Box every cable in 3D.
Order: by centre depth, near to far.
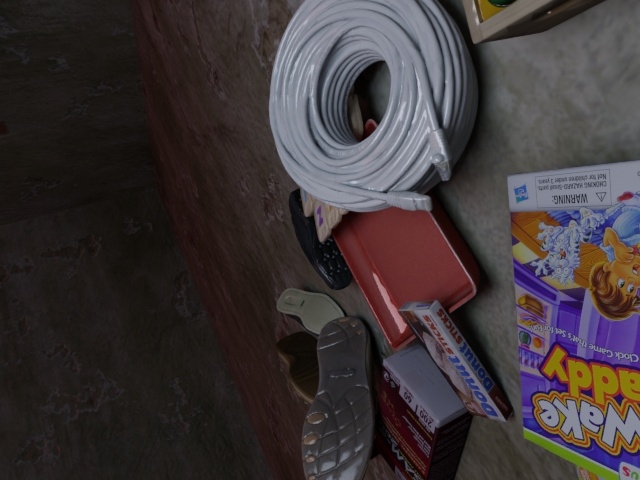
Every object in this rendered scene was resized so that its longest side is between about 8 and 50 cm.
[{"bbox_3d":[0.050,-0.161,0.545,0.257,0.089,0.256,5,99,43],"label":"cable"}]

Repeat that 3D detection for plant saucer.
[{"bbox_3d":[0.107,0.002,0.681,0.259,0.048,0.258,64,156,20],"label":"plant saucer"}]

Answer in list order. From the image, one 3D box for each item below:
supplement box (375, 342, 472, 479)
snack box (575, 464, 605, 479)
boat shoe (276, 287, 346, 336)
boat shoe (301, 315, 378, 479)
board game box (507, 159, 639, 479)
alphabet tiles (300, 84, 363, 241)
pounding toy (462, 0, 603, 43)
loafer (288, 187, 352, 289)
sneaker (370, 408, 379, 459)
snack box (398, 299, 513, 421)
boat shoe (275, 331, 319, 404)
[{"bbox_3d":[0.156,0.295,0.757,0.130,0.073,0.239,45,146,46],"label":"supplement box"},{"bbox_3d":[0.292,0.194,0.420,0.141,0.037,0.100,-1,105,66],"label":"snack box"},{"bbox_3d":[-0.006,0.164,1.046,0.079,0.084,0.233,43,164,-31],"label":"boat shoe"},{"bbox_3d":[0.050,0.292,0.829,0.116,0.123,0.324,64,-152,-44],"label":"boat shoe"},{"bbox_3d":[0.273,0.061,0.267,0.347,0.078,0.233,-176,79,-65],"label":"board game box"},{"bbox_3d":[0.005,-0.152,0.760,0.284,0.021,0.277,125,137,-64],"label":"alphabet tiles"},{"bbox_3d":[0.160,-0.266,0.303,0.181,0.094,0.205,-3,105,66],"label":"pounding toy"},{"bbox_3d":[0.000,0.000,0.892,0.078,0.076,0.223,99,150,-56],"label":"loafer"},{"bbox_3d":[0.095,0.391,0.997,0.089,0.051,0.170,54,146,36],"label":"sneaker"},{"bbox_3d":[0.171,0.152,0.606,0.178,0.022,0.064,54,152,-8],"label":"snack box"},{"bbox_3d":[-0.013,0.314,1.107,0.341,0.122,0.110,-152,43,-72],"label":"boat shoe"}]
